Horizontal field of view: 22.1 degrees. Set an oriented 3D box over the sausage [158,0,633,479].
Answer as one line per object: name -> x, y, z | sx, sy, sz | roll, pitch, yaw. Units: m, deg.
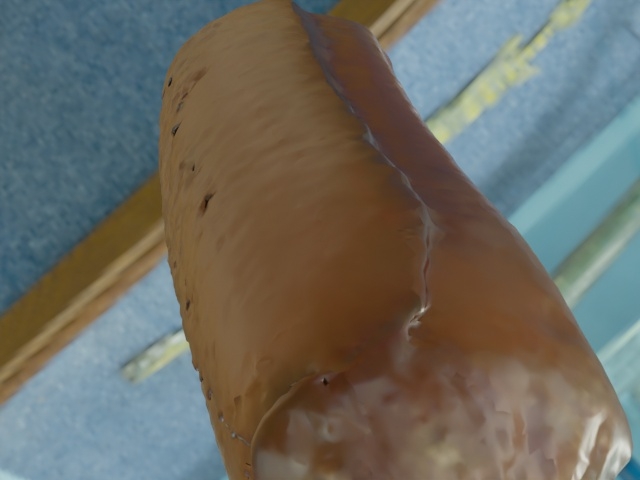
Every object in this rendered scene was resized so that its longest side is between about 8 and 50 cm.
sausage -> 0.000, 0.000, 0.494 | 0.102, 0.330, 0.102 | -3, 113, -8
